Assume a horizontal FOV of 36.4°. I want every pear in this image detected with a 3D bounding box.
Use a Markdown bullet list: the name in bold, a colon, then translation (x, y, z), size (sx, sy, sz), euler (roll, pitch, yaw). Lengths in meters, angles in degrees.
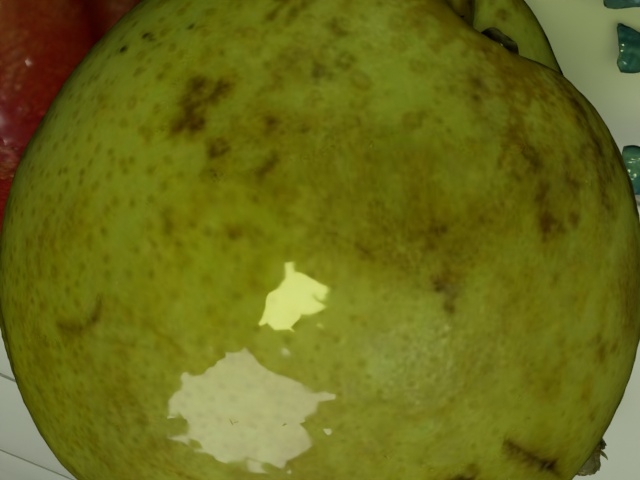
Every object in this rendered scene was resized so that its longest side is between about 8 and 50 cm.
- **pear**: translation (0.000, 0.000, 0.465), size (0.304, 0.303, 0.304), euler (14, 151, 8)

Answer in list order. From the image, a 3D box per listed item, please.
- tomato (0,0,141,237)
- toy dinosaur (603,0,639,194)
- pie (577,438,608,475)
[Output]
- **tomato**: translation (-0.234, -0.088, 0.605), size (0.339, 0.143, 0.338), euler (13, 153, 7)
- **toy dinosaur**: translation (0.182, -0.087, 0.427), size (0.145, 0.076, 0.329), euler (3, 138, 13)
- **pie**: translation (0.156, 0.148, 0.855), size (0.194, 0.078, 0.163), euler (29, 158, -18)
